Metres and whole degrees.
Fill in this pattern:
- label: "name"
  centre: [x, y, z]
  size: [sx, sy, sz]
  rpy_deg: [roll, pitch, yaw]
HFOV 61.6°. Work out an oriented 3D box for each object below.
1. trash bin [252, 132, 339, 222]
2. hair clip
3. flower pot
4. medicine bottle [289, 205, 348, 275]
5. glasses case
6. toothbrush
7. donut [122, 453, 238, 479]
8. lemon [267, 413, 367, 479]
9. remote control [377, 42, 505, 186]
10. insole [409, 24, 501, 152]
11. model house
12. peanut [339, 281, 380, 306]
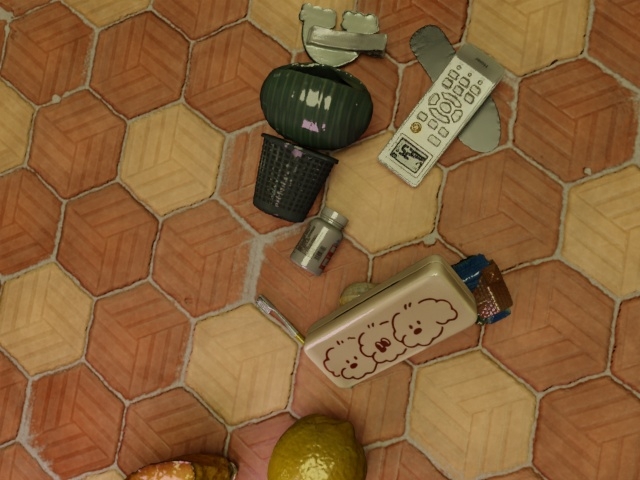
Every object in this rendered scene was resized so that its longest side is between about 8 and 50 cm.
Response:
- label: "trash bin"
  centre: [-0.069, -0.129, 1.155]
  size: [0.175, 0.175, 0.161]
  rpy_deg: [23, 99, 10]
- label: "hair clip"
  centre: [0.045, -0.459, 1.217]
  size: [0.220, 0.054, 0.140]
  rpy_deg: [13, 92, 13]
- label: "flower pot"
  centre: [-0.011, -0.285, 1.138]
  size: [0.243, 0.189, 0.157]
  rpy_deg: [22, 123, 11]
- label: "medicine bottle"
  centre: [0.000, 0.000, 1.166]
  size: [0.079, 0.079, 0.140]
  rpy_deg: [31, 90, 11]
- label: "glasses case"
  centre: [0.131, 0.166, 1.059]
  size: [0.336, 0.076, 0.144]
  rpy_deg: [-35, 107, 26]
- label: "toothbrush"
  centre: [-0.038, 0.225, 1.183]
  size: [0.288, 0.021, 0.024]
  rpy_deg: [42, 103, 10]
- label: "donut"
  centre: [-0.292, 0.667, 1.118]
  size: [0.377, 0.163, 0.435]
  rpy_deg: [-25, 84, 8]
- label: "lemon"
  centre: [-0.009, 0.456, 1.071]
  size: [0.192, 0.192, 0.231]
  rpy_deg: [32, 91, 11]
- label: "remote control"
  centre: [0.259, -0.269, 1.160]
  size: [0.109, 0.055, 0.313]
  rpy_deg: [38, 99, 4]
- label: "insole"
  centre: [0.298, -0.336, 1.183]
  size: [0.109, 0.007, 0.322]
  rpy_deg: [-30, 81, 7]
- label: "model house"
  centre: [0.318, 0.096, 1.072]
  size: [0.119, 0.148, 0.148]
  rpy_deg: [-24, 79, 7]
- label: "peanut"
  centre: [0.142, 0.127, 1.128]
  size: [0.206, 0.087, 0.087]
  rpy_deg: [-2, 85, 10]
